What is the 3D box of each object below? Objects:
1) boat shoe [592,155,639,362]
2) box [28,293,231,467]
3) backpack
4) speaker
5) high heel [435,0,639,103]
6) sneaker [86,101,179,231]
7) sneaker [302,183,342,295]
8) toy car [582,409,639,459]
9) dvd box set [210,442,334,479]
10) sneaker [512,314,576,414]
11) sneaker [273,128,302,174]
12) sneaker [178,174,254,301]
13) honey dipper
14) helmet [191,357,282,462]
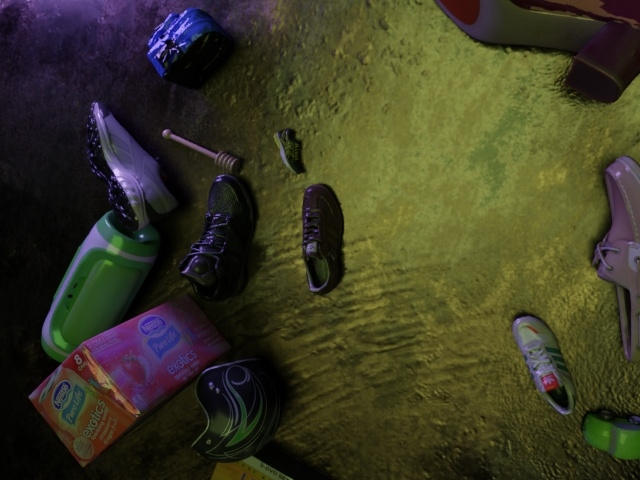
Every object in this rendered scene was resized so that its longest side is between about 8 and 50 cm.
[{"bbox_3d":[0.444,0.033,0.794,0.098,0.109,0.302,-17,99,18],"label":"boat shoe"},{"bbox_3d":[-0.304,0.219,0.952,0.154,0.300,0.142,-41,86,19],"label":"box"},{"bbox_3d":[-0.223,-0.333,0.944,0.120,0.098,0.101,-37,83,20],"label":"backpack"},{"bbox_3d":[-0.418,0.093,1.059,0.131,0.131,0.296,37,107,9],"label":"speaker"},{"bbox_3d":[0.315,-0.357,0.792,0.377,0.127,0.181,42,79,11],"label":"high heel"},{"bbox_3d":[-0.352,-0.140,1.025,0.271,0.108,0.100,59,142,16],"label":"sneaker"},{"bbox_3d":[0.000,0.000,0.942,0.066,0.071,0.188,-6,98,18],"label":"sneaker"},{"bbox_3d":[0.519,0.311,0.842,0.225,0.053,0.239,5,100,16],"label":"toy car"},{"bbox_3d":[-0.110,0.611,1.082,0.308,0.062,0.420,26,106,11],"label":"dvd box set"},{"bbox_3d":[0.350,0.193,0.863,0.057,0.075,0.161,-26,91,19],"label":"sneaker"},{"bbox_3d":[-0.050,-0.153,0.954,0.035,0.031,0.083,-27,90,19],"label":"sneaker"},{"bbox_3d":[-0.178,0.001,0.969,0.087,0.130,0.227,10,100,14],"label":"sneaker"},{"bbox_3d":[-0.218,-0.165,1.006,0.161,0.030,0.030,27,106,14],"label":"honey dipper"},{"bbox_3d":[-0.151,0.303,0.988,0.169,0.169,0.161,-22,72,19],"label":"helmet"}]
